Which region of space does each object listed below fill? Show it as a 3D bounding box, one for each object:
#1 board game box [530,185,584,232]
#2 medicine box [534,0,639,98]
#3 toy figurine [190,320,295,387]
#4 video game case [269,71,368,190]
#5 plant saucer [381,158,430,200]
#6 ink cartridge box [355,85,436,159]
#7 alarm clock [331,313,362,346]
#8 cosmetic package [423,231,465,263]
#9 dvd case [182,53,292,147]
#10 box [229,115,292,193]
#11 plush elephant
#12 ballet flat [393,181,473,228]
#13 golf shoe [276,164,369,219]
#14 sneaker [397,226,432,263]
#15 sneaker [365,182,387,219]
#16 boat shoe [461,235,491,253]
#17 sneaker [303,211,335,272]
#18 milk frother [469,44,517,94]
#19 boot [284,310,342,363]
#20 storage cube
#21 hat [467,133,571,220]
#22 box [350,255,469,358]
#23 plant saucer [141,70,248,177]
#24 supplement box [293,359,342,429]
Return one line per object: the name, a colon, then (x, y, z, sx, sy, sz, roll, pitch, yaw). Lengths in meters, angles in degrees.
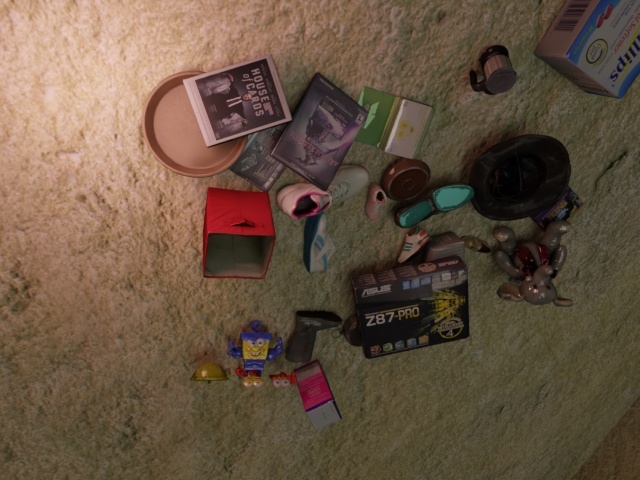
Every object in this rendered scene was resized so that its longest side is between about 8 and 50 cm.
board game box: (0.898, -0.118, 1.708, 0.141, 0.048, 0.170, 33, 103, -29)
medicine box: (0.870, -0.627, 1.380, 0.289, 0.149, 0.263, 20, 109, -24)
toy figurine: (-0.265, 0.392, 1.600, 0.363, 0.191, 0.217, 5, 85, -11)
video game case: (0.002, -0.308, 1.286, 0.196, 0.026, 0.274, 31, 82, -24)
plant saucer: (0.285, -0.189, 1.470, 0.169, 0.029, 0.168, -10, 137, -9)
ink cartridge box: (0.218, -0.357, 1.378, 0.235, 0.056, 0.171, 9, 114, -23)
alarm clock: (0.134, 0.347, 1.712, 0.192, 0.064, 0.129, -5, 118, -11)
cosmetic package: (0.455, 0.099, 1.654, 0.127, 0.107, 0.237, -15, 116, -5)
dvd case: (-0.213, -0.365, 1.174, 0.239, 0.029, 0.179, -19, 100, -4)
box: (-0.165, -0.278, 1.300, 0.183, 0.056, 0.231, 32, 104, -26)
plush elephant: (0.795, 0.121, 1.664, 0.272, 0.255, 0.329, -2, 125, 3)
ballet flat: (0.371, -0.130, 1.516, 0.281, 0.096, 0.095, -22, 108, -1)
golf shoe: (0.022, -0.139, 1.382, 0.306, 0.140, 0.115, -23, 119, -6)
sneaker: (0.325, 0.015, 1.605, 0.057, 0.075, 0.161, -11, 151, -45)
sneaker: (0.184, -0.118, 1.480, 0.051, 0.070, 0.134, -8, 119, -15)
boat shoe: (0.588, 0.018, 1.686, 0.135, 0.045, 0.050, 11, 112, -22)
sneaker: (0.000, 0.000, 1.484, 0.092, 0.087, 0.228, -8, 125, -21)
milk frother: (0.538, -0.487, 1.359, 0.143, 0.134, 0.129, 29, 136, -24)
boot: (-0.027, 0.364, 1.662, 0.190, 0.076, 0.208, 7, 108, -5)
storage cube: (-0.242, -0.021, 1.302, 0.184, 0.193, 0.215, 3, 134, -18)
hat: (0.661, -0.225, 1.533, 0.332, 0.134, 0.331, 2, 117, 3)
box: (0.325, 0.242, 1.602, 0.395, 0.097, 0.318, -11, 115, -1)
plant saucer: (-0.331, -0.307, 1.201, 0.278, 0.041, 0.277, -1, 99, -7)
supplement box: (-0.014, 0.577, 1.691, 0.114, 0.220, 0.111, -23, 120, -3)
